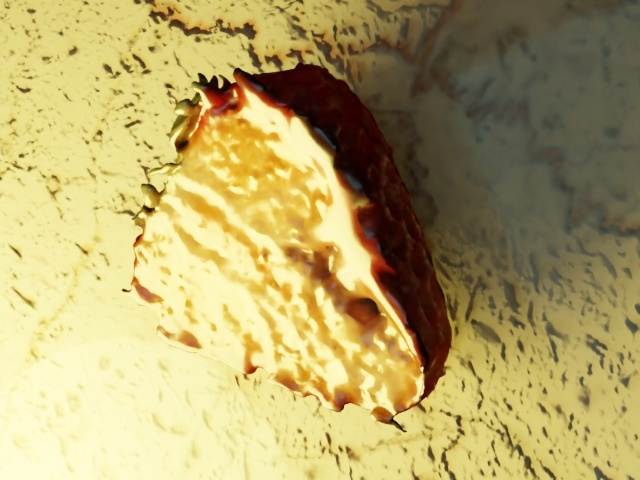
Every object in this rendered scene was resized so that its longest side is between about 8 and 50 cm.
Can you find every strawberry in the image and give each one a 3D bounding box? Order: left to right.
[{"bbox_3d":[-0.002,-0.018,0.982,0.280,0.150,0.254,20,117,21],"label":"strawberry"}]
